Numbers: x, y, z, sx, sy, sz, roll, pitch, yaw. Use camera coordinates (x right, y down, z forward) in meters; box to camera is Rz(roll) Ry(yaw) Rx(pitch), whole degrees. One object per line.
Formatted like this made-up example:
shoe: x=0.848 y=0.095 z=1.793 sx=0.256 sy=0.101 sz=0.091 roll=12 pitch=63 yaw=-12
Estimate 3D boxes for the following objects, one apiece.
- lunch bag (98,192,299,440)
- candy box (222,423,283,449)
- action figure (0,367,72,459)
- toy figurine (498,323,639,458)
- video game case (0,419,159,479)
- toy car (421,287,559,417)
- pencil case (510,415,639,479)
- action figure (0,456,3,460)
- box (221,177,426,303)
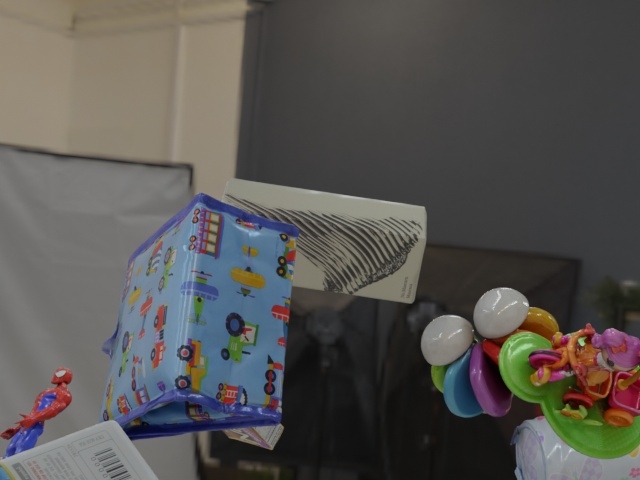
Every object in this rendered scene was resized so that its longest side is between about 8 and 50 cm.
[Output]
lunch bag: x=-0.170 y=0.103 z=1.349 sx=0.138 sy=0.221 sz=0.293 roll=20 pitch=-25 yaw=-34
candy box: x=-0.157 y=0.297 z=2.147 sx=0.109 sy=0.053 sz=0.187 roll=8 pitch=-34 yaw=37
action figure: x=-0.202 y=0.133 z=0.833 sx=0.030 sy=0.115 sz=0.038 roll=42 pitch=-42 yaw=-14
toy figurine: x=0.278 y=0.114 z=1.123 sx=0.173 sy=0.130 sz=0.159 roll=24 pitch=-30 yaw=-10
video game case: x=-0.114 y=0.203 z=0.564 sx=0.206 sy=0.227 sz=0.026 roll=-15 pitch=-31 yaw=-52
toy car: x=0.227 y=0.164 z=1.555 sx=0.182 sy=0.136 sz=0.159 roll=-29 pitch=-59 yaw=20
pencil case: x=0.386 y=0.276 z=1.538 sx=0.273 sy=0.113 sz=0.124 roll=-6 pitch=-47 yaw=-9
action figure: x=-0.397 y=0.325 z=1.398 sx=0.248 sy=0.370 sz=0.276 roll=-18 pitch=23 yaw=1
box: x=0.000 y=0.000 z=1.620 sx=0.275 sy=0.113 sz=0.094 roll=7 pitch=30 yaw=0
